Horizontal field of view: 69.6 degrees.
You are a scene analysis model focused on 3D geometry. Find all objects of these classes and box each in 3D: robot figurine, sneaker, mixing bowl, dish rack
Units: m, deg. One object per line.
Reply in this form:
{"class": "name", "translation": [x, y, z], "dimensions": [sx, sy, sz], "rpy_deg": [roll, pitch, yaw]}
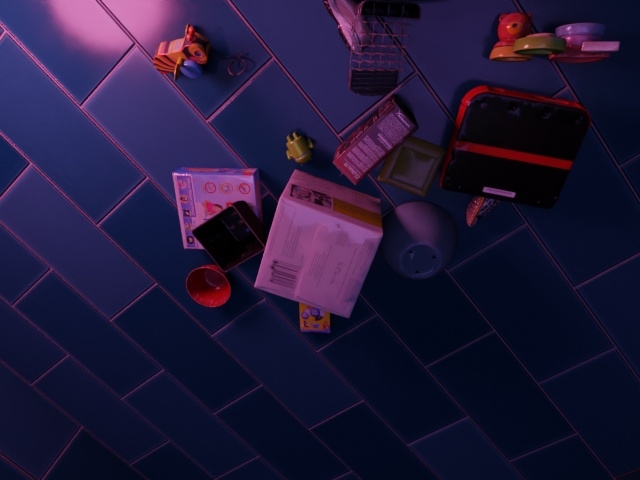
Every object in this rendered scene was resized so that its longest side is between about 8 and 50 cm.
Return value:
{"class": "robot figurine", "translation": [-0.074, -0.320, 1.605], "dimensions": [0.101, 0.067, 0.115], "rpy_deg": [-27, 109, 10]}
{"class": "sneaker", "translation": [0.576, -0.138, 1.596], "dimensions": [0.083, 0.084, 0.215], "rpy_deg": [19, 115, -7]}
{"class": "mixing bowl", "translation": [-0.439, 0.167, 1.865], "dimensions": [0.181, 0.098, 0.181], "rpy_deg": [3, 114, 6]}
{"class": "dish rack", "translation": [0.183, -0.575, 1.398], "dimensions": [0.208, 0.074, 0.271], "rpy_deg": [-9, 121, -24]}
{"class": "sneaker", "translation": [0.077, -0.708, 1.397], "dimensions": [0.108, 0.100, 0.271], "rpy_deg": [-31, 114, 10]}

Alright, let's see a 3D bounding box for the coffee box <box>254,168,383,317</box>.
{"class": "coffee box", "translation": [0.000, 0.000, 1.596], "dimensions": [0.338, 0.334, 0.337], "rpy_deg": [19, 115, -3]}

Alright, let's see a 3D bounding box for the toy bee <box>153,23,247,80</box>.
{"class": "toy bee", "translation": [-0.410, -0.612, 1.464], "dimensions": [0.298, 0.162, 0.195], "rpy_deg": [-16, 68, 6]}

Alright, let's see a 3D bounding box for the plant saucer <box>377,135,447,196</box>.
{"class": "plant saucer", "translation": [0.318, -0.255, 1.595], "dimensions": [0.188, 0.045, 0.188], "rpy_deg": [20, 116, -2]}

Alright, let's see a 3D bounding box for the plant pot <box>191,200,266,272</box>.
{"class": "plant pot", "translation": [-0.301, -0.034, 1.618], "dimensions": [0.188, 0.167, 0.187], "rpy_deg": [-30, 107, 18]}

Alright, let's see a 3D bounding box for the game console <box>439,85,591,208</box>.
{"class": "game console", "translation": [0.605, -0.287, 1.453], "dimensions": [0.387, 0.060, 0.342], "rpy_deg": [11, 121, 3]}

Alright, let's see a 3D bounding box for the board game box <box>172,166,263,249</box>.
{"class": "board game box", "translation": [-0.375, -0.116, 1.731], "dimensions": [0.302, 0.086, 0.308], "rpy_deg": [2, 115, 6]}

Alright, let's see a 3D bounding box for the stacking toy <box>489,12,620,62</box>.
{"class": "stacking toy", "translation": [0.655, -0.579, 1.280], "dimensions": [0.309, 0.279, 0.130], "rpy_deg": [4, 104, 7]}

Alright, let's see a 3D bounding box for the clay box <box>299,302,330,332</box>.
{"class": "clay box", "translation": [-0.022, 0.271, 1.882], "dimensions": [0.127, 0.053, 0.222], "rpy_deg": [1, 116, 7]}

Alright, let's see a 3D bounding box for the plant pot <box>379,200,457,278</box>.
{"class": "plant pot", "translation": [0.350, 0.029, 1.640], "dimensions": [0.290, 0.195, 0.290], "rpy_deg": [3, 116, 6]}

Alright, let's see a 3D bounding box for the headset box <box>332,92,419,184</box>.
{"class": "headset box", "translation": [0.165, -0.320, 1.489], "dimensions": [0.293, 0.218, 0.110], "rpy_deg": [-41, 104, 21]}
